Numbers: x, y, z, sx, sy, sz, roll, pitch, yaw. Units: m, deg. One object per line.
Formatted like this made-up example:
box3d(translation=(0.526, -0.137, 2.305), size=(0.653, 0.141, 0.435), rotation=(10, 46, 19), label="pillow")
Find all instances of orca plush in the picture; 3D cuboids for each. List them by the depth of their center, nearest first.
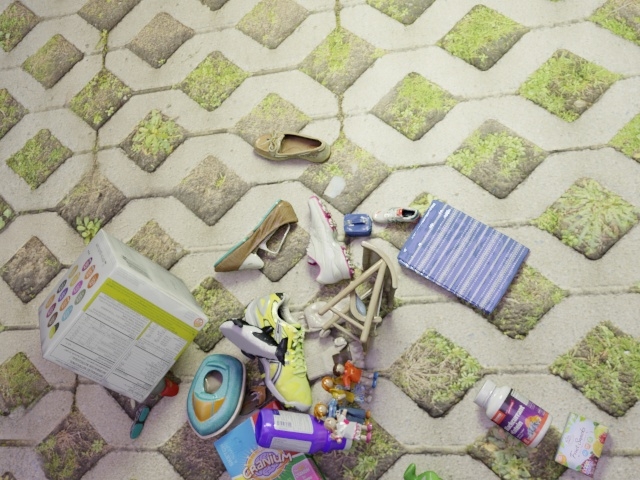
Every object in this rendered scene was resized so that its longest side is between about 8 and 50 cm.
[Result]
box3d(translation=(-0.177, 0.273, 1.631), size=(0.102, 0.151, 0.287), rotation=(-40, 22, -34), label="orca plush")

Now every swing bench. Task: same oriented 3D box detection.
box3d(translation=(0.130, 0.174, 1.617), size=(0.165, 0.253, 0.255), rotation=(31, 76, 14), label="swing bench")

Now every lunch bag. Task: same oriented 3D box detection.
box3d(translation=(0.125, -0.050, 1.793), size=(0.098, 0.065, 0.067), rotation=(-2, 76, 15), label="lunch bag")

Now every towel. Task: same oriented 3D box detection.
box3d(translation=(0.435, 0.045, 1.705), size=(0.335, 0.040, 0.243), rotation=(31, 84, 16), label="towel")

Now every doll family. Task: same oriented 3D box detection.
box3d(translation=(0.066, 0.485, 1.622), size=(0.163, 0.118, 0.263), rotation=(15, 50, -4), label="doll family")

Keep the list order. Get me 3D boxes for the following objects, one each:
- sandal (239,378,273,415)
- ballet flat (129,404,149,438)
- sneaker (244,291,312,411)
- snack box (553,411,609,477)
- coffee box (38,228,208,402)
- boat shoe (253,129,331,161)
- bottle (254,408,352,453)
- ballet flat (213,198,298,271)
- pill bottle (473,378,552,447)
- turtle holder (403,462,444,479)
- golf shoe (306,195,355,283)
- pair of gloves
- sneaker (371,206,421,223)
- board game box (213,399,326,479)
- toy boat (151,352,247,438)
box3d(translation=(-0.202, 0.494, 1.750), size=(0.180, 0.049, 0.072), rotation=(-39, 69, 3), label="sandal")
box3d(translation=(-0.609, 0.604, 1.841), size=(0.041, 0.041, 0.114), rotation=(21, 82, 19), label="ballet flat")
box3d(translation=(-0.111, 0.337, 1.703), size=(0.147, 0.145, 0.385), rotation=(-33, 71, 23), label="sneaker")
box3d(translation=(0.710, 0.555, 1.501), size=(0.100, 0.037, 0.141), rotation=(20, 82, 20), label="snack box")
box3d(translation=(-0.621, 0.230, 1.712), size=(0.334, 0.338, 0.337), rotation=(-52, 34, -2), label="coffee box")
box3d(translation=(-0.106, -0.336, 1.913), size=(0.285, 0.089, 0.105), rotation=(5, 78, 16), label="boat shoe")
box3d(translation=(-0.047, 0.564, 1.611), size=(0.282, 0.118, 0.092), rotation=(13, 103, -16), label="bottle")
box3d(translation=(-0.205, 0.014, 1.855), size=(0.124, 0.116, 0.342), rotation=(45, 86, 1), label="ballet flat")
box3d(translation=(0.530, 0.474, 1.531), size=(0.193, 0.108, 0.108), rotation=(33, 86, 20), label="pill bottle")
box3d(translation=(0.272, 0.789, 1.454), size=(0.227, 0.243, 0.320), rotation=(33, 77, 3), label="turtle holder")
box3d(translation=(0.000, 0.000, 1.792), size=(0.140, 0.115, 0.306), rotation=(-25, 70, 11), label="golf shoe")
box3d(translation=(0.030, 0.306, 1.741), size=(0.204, 0.042, 0.240), rotation=(-13, 72, 11), label="pair of gloves")
box3d(translation=(0.242, -0.088, 1.766), size=(0.161, 0.075, 0.057), rotation=(2, 77, 15), label="sneaker")
box3d(translation=(-0.149, 0.691, 1.678), size=(0.242, 0.064, 0.317), rotation=(-36, 70, 4), label="board game box")
box3d(translation=(-0.396, 0.478, 1.741), size=(0.318, 0.148, 0.268), rotation=(2, 66, 19), label="toy boat")
